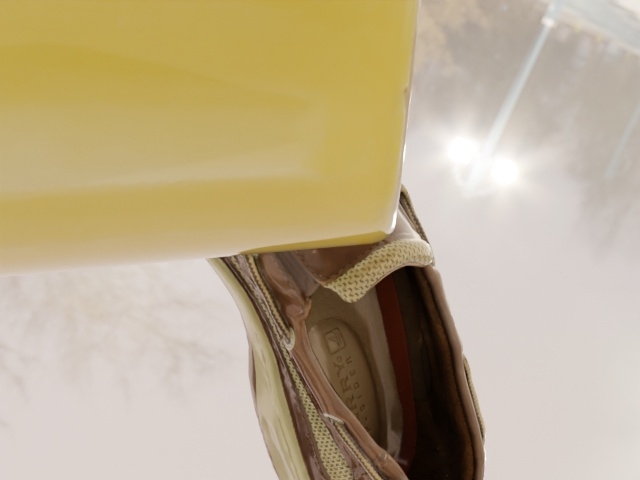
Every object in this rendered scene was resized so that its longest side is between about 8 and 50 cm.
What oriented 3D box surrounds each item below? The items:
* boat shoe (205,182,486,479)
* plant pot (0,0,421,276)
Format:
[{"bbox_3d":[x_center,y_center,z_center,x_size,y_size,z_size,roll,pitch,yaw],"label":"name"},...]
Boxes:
[{"bbox_3d":[0.006,-0.004,0.573,0.095,0.258,0.095,-33,-157,-28],"label":"boat shoe"},{"bbox_3d":[-0.090,-0.093,0.408,0.238,0.254,0.254,5,-169,2],"label":"plant pot"}]
